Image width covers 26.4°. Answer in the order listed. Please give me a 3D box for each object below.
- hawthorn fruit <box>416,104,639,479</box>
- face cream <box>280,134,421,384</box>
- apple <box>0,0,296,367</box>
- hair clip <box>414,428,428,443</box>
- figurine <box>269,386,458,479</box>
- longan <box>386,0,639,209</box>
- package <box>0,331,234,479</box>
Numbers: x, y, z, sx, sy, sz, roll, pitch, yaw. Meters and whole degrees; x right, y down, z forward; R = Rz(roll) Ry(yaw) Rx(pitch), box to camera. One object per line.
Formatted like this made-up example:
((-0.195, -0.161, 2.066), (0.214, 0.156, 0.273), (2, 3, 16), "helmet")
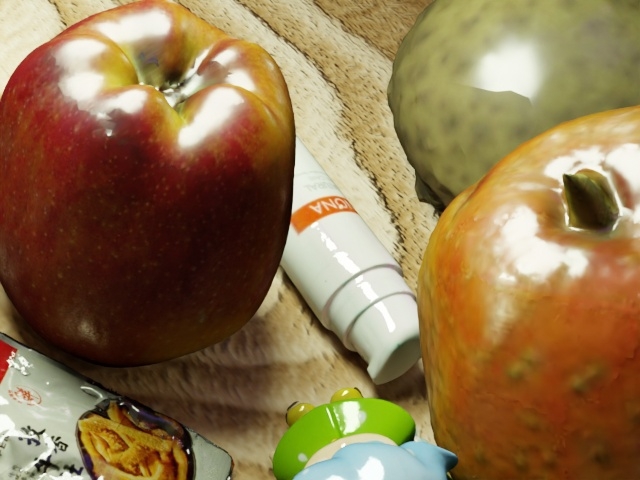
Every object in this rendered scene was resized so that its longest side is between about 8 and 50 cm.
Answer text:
((0.256, 0.069, 1.155), (0.403, 0.402, 0.402), (21, 33, -15), "hawthorn fruit")
((0.000, 0.000, 1.427), (0.102, 0.102, 0.345), (-3, 44, -42), "face cream")
((-0.155, -0.044, 1.185), (0.288, 0.316, 0.288), (9, 47, -10), "apple")
((0.092, 0.237, 1.216), (0.056, 0.062, 0.214), (24, 32, -32), "hair clip")
((0.033, 0.208, 1.130), (0.162, 0.143, 0.263), (-16, 23, -4), "figurine")
((0.275, -0.152, 1.640), (0.391, 0.391, 0.391), (21, 33, -15), "longan")
((-0.187, 0.174, 1.098), (0.239, 0.030, 0.154), (26, 34, -8), "package")
